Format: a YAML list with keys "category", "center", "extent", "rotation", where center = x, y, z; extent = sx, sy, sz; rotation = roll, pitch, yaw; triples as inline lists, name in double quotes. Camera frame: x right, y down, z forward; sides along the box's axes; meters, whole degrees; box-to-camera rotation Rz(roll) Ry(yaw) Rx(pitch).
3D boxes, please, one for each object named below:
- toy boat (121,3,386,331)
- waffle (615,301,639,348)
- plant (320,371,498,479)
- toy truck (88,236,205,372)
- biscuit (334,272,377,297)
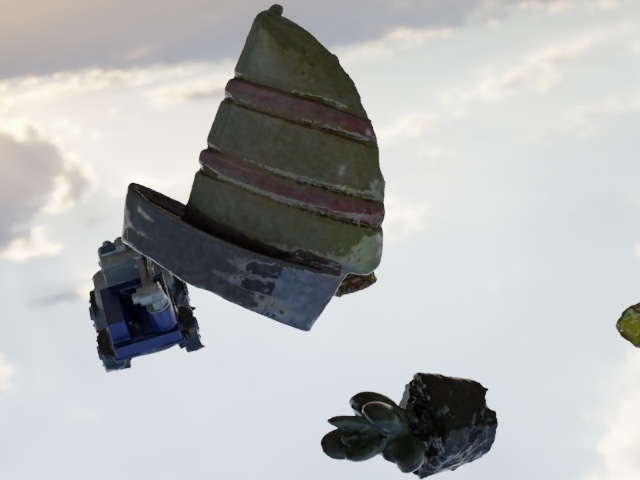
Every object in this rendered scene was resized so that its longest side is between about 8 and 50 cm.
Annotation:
- category: "toy boat"
  center: [-0.052, -0.052, 1.403]
  extent: [0.276, 0.293, 0.111]
  rotation: [42, -166, 23]
- category: "waffle"
  center: [0.549, 0.147, 2.099]
  extent: [0.160, 0.055, 0.211]
  rotation: [39, -155, 24]
- category: "plant"
  center: [0.130, 0.284, 2.085]
  extent: [0.275, 0.146, 0.149]
  rotation: [0, -135, -40]
- category: "toy truck"
  center: [-0.277, 0.084, 2.104]
  extent: [0.161, 0.177, 0.213]
  rotation: [-17, -141, -6]
- category: "biscuit"
  center: [-0.013, 0.000, 1.946]
  extent: [0.126, 0.206, 0.025]
  rotation: [-29, 155, -2]
